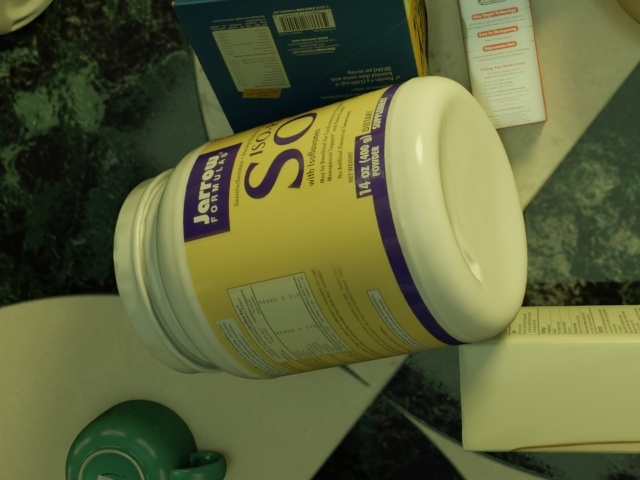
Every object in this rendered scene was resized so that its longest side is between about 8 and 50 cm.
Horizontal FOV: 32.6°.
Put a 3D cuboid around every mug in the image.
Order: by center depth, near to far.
[{"bbox_3d":[-0.198,0.241,1.185,0.158,0.097,0.129,-31,91,13],"label":"mug"}]

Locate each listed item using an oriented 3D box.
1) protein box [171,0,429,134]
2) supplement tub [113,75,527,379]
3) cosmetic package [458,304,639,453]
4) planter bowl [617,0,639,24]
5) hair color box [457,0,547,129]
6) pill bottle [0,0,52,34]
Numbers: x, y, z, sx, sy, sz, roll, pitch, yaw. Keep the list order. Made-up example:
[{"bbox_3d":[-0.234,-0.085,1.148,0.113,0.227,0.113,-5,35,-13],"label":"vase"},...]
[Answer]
[{"bbox_3d":[-0.009,-0.215,1.017,0.200,0.201,0.136,-4,61,11],"label":"protein box"},{"bbox_3d":[0.000,0.000,1.022,0.331,0.241,0.241,-14,95,27],"label":"supplement tub"},{"bbox_3d":[0.292,0.128,1.049,0.309,0.160,0.113,-2,98,12],"label":"cosmetic package"},{"bbox_3d":[0.352,-0.241,1.001,0.162,0.162,0.109,-31,117,13],"label":"planter bowl"},{"bbox_3d":[0.180,-0.183,1.087,0.072,0.043,0.141,-8,97,11],"label":"hair color box"},{"bbox_3d":[-0.384,-0.338,1.123,0.246,0.136,0.136,40,102,3],"label":"pill bottle"}]
